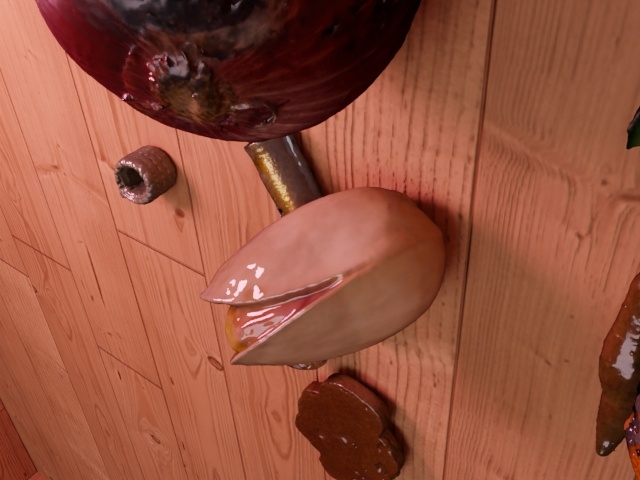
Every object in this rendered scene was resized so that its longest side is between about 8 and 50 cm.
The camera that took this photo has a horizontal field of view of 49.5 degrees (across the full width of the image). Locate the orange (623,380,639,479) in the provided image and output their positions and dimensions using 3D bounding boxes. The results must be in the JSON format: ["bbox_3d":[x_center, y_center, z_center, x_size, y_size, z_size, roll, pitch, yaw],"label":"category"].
[{"bbox_3d":[0.391,0.185,0.610,0.234,0.182,0.234,15,122,25],"label":"orange"}]

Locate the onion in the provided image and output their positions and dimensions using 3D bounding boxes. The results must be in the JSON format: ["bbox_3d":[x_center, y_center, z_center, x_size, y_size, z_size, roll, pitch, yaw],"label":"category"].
[{"bbox_3d":[-0.078,-0.233,0.613,0.341,0.341,0.341,26,137,28],"label":"onion"}]

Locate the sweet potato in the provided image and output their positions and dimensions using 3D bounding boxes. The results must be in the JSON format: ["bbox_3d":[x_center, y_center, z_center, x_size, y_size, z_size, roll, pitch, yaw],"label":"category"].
[{"bbox_3d":[0.322,0.121,0.714,0.067,0.067,0.274,23,130,31],"label":"sweet potato"}]

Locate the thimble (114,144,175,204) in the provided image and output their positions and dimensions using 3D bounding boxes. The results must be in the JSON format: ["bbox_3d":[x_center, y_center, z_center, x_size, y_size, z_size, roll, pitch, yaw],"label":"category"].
[{"bbox_3d":[-0.290,-0.105,1.139,0.084,0.062,0.110,52,143,-4],"label":"thimble"}]

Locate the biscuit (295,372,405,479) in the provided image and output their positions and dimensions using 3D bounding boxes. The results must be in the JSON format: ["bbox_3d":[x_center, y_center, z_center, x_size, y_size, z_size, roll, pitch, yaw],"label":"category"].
[{"bbox_3d":[0.051,0.327,1.174,0.208,0.041,0.290,35,141,20],"label":"biscuit"}]

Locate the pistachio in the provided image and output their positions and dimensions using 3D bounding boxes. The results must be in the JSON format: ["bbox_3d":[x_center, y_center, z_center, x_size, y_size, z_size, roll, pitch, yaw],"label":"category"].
[{"bbox_3d":[0.005,0.050,0.827,0.299,0.187,0.187,-26,105,8],"label":"pistachio"}]

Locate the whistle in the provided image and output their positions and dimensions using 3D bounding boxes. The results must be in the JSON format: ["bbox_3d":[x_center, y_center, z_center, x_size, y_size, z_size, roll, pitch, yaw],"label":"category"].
[{"bbox_3d":[-0.001,0.001,0.940,0.068,0.057,0.326,-9,114,48],"label":"whistle"}]

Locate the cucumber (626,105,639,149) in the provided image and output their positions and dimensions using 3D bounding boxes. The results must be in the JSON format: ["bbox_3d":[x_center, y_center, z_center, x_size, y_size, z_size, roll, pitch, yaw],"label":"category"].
[{"bbox_3d":[0.338,-0.075,0.490,0.191,0.130,0.191,31,146,24],"label":"cucumber"}]

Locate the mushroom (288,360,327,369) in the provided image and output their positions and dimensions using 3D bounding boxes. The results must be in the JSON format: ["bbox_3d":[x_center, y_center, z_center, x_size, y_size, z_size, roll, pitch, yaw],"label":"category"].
[{"bbox_3d":[-0.020,0.113,1.051,0.084,0.071,0.209,25,133,21],"label":"mushroom"}]
